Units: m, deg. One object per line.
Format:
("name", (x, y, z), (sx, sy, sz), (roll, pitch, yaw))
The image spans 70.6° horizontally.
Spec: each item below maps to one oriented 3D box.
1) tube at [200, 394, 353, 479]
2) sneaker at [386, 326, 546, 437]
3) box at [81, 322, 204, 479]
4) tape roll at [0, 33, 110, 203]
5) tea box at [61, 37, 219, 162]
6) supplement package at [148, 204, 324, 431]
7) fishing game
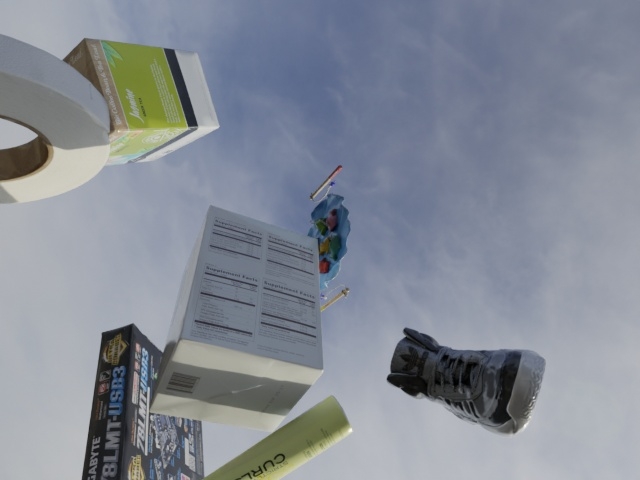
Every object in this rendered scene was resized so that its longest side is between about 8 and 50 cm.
("tube", (-0.067, 0.312, 0.645), (0.070, 0.240, 0.062), (61, -11, 4))
("sneaker", (0.169, 0.174, 0.585), (0.153, 0.101, 0.268), (22, -20, 9))
("box", (-0.297, 0.347, 0.807), (0.293, 0.073, 0.295), (69, 2, -48))
("tape roll", (-0.546, -0.172, 0.719), (0.392, 0.392, 0.072), (-32, -114, 41))
("tea box", (-0.514, -0.344, 1.194), (0.329, 0.323, 0.220), (-13, -85, 38))
("supplement package", (-0.127, 0.122, 0.719), (0.262, 0.198, 0.199), (-93, -153, -48))
("fishing game", (0.000, 0.000, 0.846), (0.189, 0.041, 0.264), (140, -45, -57))
